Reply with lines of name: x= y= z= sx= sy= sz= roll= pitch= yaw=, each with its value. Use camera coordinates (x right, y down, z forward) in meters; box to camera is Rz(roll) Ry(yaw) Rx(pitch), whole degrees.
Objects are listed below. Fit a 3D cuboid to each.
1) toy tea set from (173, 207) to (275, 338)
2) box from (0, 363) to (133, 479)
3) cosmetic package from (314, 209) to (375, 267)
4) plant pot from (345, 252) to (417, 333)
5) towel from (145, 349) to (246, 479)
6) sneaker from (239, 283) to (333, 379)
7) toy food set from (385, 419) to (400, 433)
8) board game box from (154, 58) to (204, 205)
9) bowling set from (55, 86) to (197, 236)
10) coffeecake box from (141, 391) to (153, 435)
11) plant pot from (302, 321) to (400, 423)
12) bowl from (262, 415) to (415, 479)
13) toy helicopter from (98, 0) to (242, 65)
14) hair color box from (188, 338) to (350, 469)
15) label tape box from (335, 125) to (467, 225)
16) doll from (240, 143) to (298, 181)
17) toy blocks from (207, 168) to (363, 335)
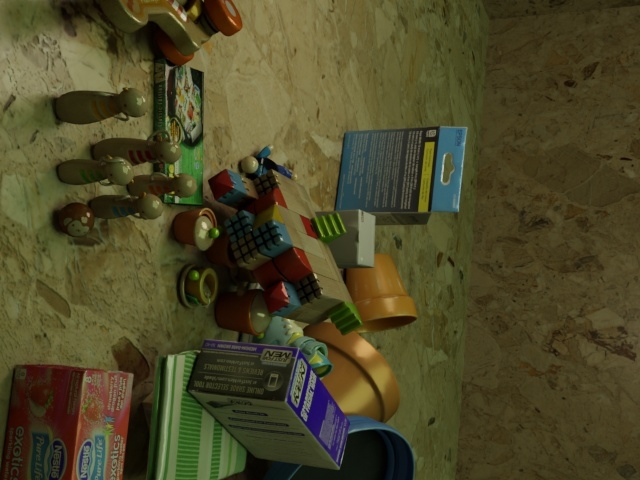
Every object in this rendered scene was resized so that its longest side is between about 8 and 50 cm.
toy tea set: x=-0.171 y=0.063 z=1.712 sx=0.336 sy=0.124 sz=0.200 roll=45 pitch=50 yaw=-59
box: x=-0.367 y=0.311 z=1.253 sx=0.122 sy=0.128 sz=0.257 roll=25 pitch=68 yaw=-65
cosmetic package: x=0.000 y=0.000 z=1.965 sx=0.107 sy=0.238 sz=0.127 roll=17 pitch=75 yaw=-66
plant pot: x=0.150 y=0.143 z=2.400 sx=0.205 sy=0.205 sz=0.188 roll=27 pitch=50 yaw=-64
towel: x=-0.210 y=0.315 z=1.564 sx=0.325 sy=0.038 sz=0.248 roll=14 pitch=79 yaw=-69
sneaker: x=-0.060 y=0.199 z=1.866 sx=0.127 sy=0.208 sz=0.319 roll=42 pitch=52 yaw=-58
toy food set: x=0.128 y=0.612 z=2.490 sx=0.220 sy=0.092 sz=0.306 roll=-65 pitch=147 yaw=-23
board game box: x=-0.262 y=-0.196 z=1.620 sx=0.136 sy=0.030 sz=0.260 roll=3 pitch=88 yaw=-69
bowling set: x=-0.305 y=-0.085 z=1.359 sx=0.287 sy=0.154 sz=0.200 roll=53 pitch=43 yaw=-54
coffeecake box: x=-0.242 y=0.315 z=1.619 sx=0.185 sy=0.068 sz=0.142 roll=-44 pitch=129 yaw=-59
plant pot: x=0.006 y=0.359 z=1.970 sx=0.203 sy=0.291 sz=0.291 roll=-42 pitch=130 yaw=-40
bowl: x=0.027 y=0.548 z=1.863 sx=0.391 sy=0.077 sz=0.391 roll=-17 pitch=122 yaw=-29
toy helicopter: x=-0.277 y=-0.410 z=1.432 sx=0.235 sy=0.140 sz=0.355 roll=61 pitch=18 yaw=-10
hair color box: x=-0.082 y=0.304 z=1.586 sx=0.339 sy=0.185 sz=0.110 roll=61 pitch=37 yaw=-54
label tape box: x=0.227 y=-0.172 z=2.354 sx=0.115 sy=0.347 sz=0.249 roll=40 pitch=54 yaw=-61
doll: x=-0.118 y=-0.151 z=1.930 sx=0.189 sy=0.046 sz=0.129 roll=20 pitch=81 yaw=-59
toy blocks: x=-0.080 y=0.005 z=1.703 sx=0.261 sy=0.190 sz=0.381 roll=23 pitch=41 yaw=-61
